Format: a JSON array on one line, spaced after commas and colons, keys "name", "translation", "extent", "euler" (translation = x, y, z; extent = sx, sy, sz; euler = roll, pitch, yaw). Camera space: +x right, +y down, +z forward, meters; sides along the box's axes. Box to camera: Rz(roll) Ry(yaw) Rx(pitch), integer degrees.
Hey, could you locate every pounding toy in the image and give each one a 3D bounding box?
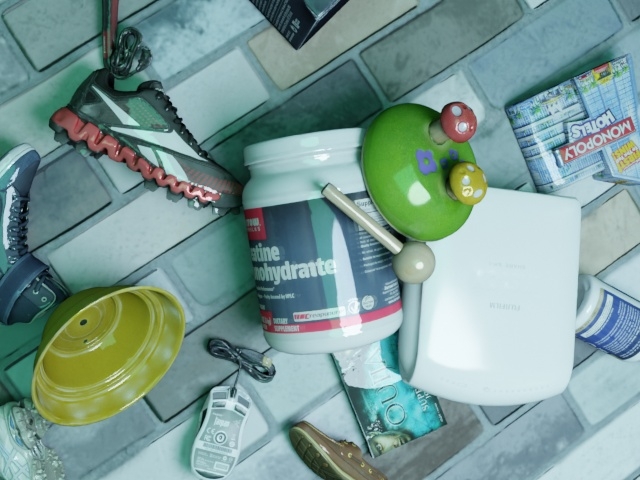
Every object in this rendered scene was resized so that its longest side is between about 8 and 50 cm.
[{"name": "pounding toy", "translation": [0.140, -0.081, 0.874], "extent": [0.183, 0.110, 0.237], "euler": [49, 55, -14]}]

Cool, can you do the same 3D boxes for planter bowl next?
[{"name": "planter bowl", "translation": [-0.291, 0.128, 0.939], "extent": [0.090, 0.217, 0.217], "euler": [37, 84, 34]}]

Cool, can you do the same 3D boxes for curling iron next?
[{"name": "curling iron", "translation": [-0.270, -0.355, 0.976], "extent": [0.068, 0.035, 0.274], "euler": [-4, 94, -7]}]

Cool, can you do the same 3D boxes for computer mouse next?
[{"name": "computer mouse", "translation": [-0.137, 0.243, 1.018], "extent": [0.106, 0.042, 0.193], "euler": [20, 83, -14]}]

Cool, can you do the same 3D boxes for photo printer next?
[{"name": "photo printer", "translation": [0.239, 0.079, 1.028], "extent": [0.255, 0.107, 0.308], "euler": [7, 84, -11]}]

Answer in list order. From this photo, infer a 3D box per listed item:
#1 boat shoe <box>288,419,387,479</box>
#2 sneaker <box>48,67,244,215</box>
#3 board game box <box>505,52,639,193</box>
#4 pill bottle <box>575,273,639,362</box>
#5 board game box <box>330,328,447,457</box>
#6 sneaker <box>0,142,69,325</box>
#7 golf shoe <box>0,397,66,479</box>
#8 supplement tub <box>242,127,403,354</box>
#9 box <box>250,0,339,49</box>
[{"name": "boat shoe", "translation": [0.028, 0.319, 1.043], "extent": [0.178, 0.064, 0.060], "euler": [45, 54, -10]}, {"name": "sneaker", "translation": [-0.212, -0.135, 0.960], "extent": [0.276, 0.097, 0.135], "euler": [28, 91, -8]}, {"name": "board game box", "translation": [0.409, -0.153, 1.088], "extent": [0.194, 0.060, 0.194], "euler": [-25, 95, -8]}, {"name": "pill bottle", "translation": [0.449, 0.127, 1.086], "extent": [0.169, 0.094, 0.094], "euler": [27, 87, -9]}, {"name": "board game box", "translation": [0.098, 0.211, 1.063], "extent": [0.126, 0.026, 0.186], "euler": [-23, 96, -9]}, {"name": "sneaker", "translation": [-0.383, 0.003, 0.938], "extent": [0.163, 0.086, 0.226], "euler": [30, 93, -2]}, {"name": "golf shoe", "translation": [-0.404, 0.303, 0.971], "extent": [0.085, 0.069, 0.176], "euler": [-14, 91, 11]}, {"name": "supplement tub", "translation": [0.000, 0.000, 0.955], "extent": [0.191, 0.191, 0.272], "euler": [-10, 93, -9]}, {"name": "box", "translation": [-0.009, -0.496, 0.944], "extent": [0.343, 0.179, 0.312], "euler": [-45, 99, -6]}]
